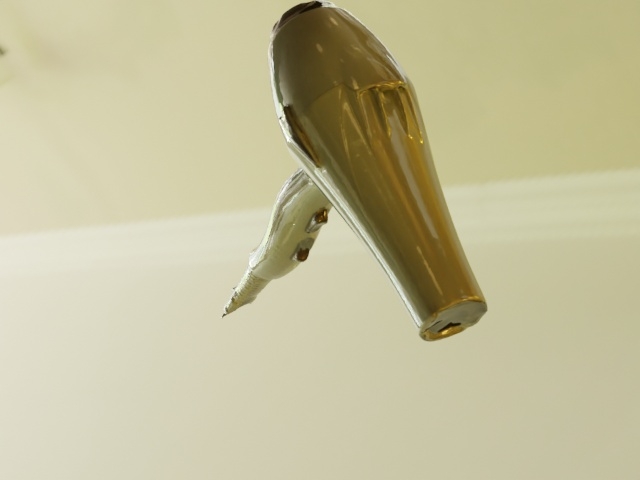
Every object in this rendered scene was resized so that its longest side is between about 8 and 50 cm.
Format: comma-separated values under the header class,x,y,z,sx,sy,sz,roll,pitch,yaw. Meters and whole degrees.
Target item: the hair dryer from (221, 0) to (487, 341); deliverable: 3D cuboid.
class,x,y,z,sx,sy,sz,roll,pitch,yaw
hair dryer,0.019,0.012,0.976,0.092,0.267,0.229,-10,-138,-28
